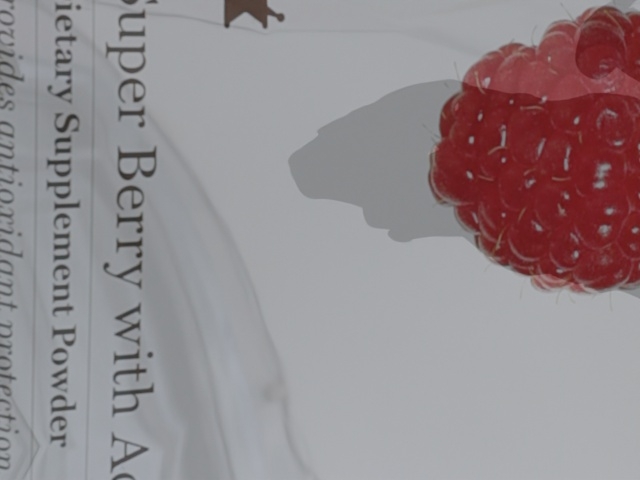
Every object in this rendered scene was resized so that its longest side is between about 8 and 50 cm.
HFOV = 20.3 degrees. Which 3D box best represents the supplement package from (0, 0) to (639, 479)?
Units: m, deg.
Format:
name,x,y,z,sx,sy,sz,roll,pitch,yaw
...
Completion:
name,x,y,z,sx,sy,sz,roll,pitch,yaw
supplement package,0.000,0.000,0.495,0.293,0.177,0.175,-4,11,-29
